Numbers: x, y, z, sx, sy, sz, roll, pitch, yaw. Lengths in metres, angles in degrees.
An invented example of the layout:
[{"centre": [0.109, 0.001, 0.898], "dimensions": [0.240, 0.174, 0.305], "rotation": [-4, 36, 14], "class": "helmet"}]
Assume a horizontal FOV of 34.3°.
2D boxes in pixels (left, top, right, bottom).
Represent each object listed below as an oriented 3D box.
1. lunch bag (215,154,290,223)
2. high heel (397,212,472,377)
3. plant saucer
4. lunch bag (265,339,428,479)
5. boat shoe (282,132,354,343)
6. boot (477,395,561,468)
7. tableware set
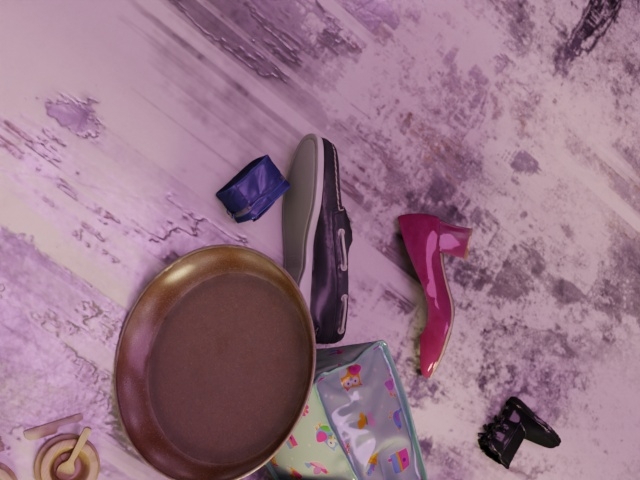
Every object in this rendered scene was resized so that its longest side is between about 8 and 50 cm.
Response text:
[{"centre": [-0.095, -0.066, 1.468], "dimensions": [0.098, 0.067, 0.065], "rotation": [-44, 104, -21], "class": "lunch bag"}, {"centre": [0.153, 0.083, 1.589], "dimensions": [0.117, 0.082, 0.244], "rotation": [12, 95, 7], "class": "high heel"}, {"centre": [-0.131, 0.160, 1.339], "dimensions": [0.050, 0.310, 0.310], "rotation": [24, 73, -58], "class": "plant saucer"}, {"centre": [0.024, 0.284, 1.412], "dimensions": [0.160, 0.223, 0.262], "rotation": [-26, 97, -35], "class": "lunch bag"}, {"centre": [0.000, 0.000, 1.492], "dimensions": [0.091, 0.114, 0.302], "rotation": [4, 96, -25], "class": "boat shoe"}, {"centre": [0.315, 0.319, 1.652], "dimensions": [0.121, 0.045, 0.099], "rotation": [43, 67, -9], "class": "boot"}, {"centre": [-0.372, 0.307, 1.322], "dimensions": [0.194, 0.039, 0.128], "rotation": [-16, 93, -26], "class": "tableware set"}]
